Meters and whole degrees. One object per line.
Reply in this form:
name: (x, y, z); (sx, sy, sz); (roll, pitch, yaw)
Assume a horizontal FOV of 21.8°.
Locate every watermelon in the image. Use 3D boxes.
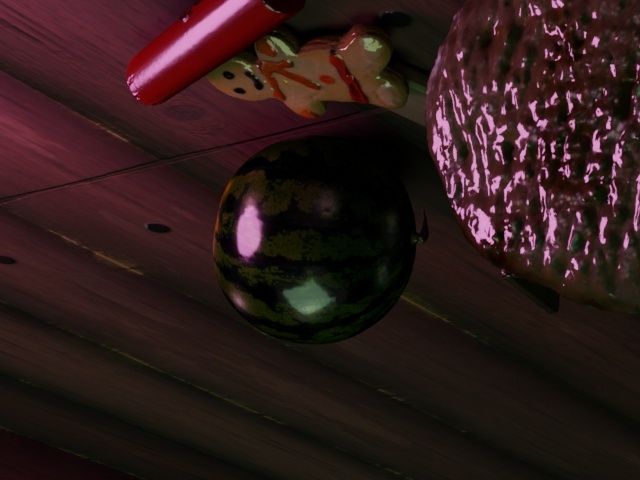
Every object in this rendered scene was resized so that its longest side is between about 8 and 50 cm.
watermelon: (-0.005, 0.000, 2.036); (0.269, 0.269, 0.269); (6, 159, 2)

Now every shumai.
shumai: (0.328, -0.108, 1.592); (0.323, 0.324, 0.397); (0, -154, -46)

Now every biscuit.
biscuit: (-0.020, -0.184, 1.831); (0.234, 0.030, 0.153); (3, 147, 23)

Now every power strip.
power strip: (0.127, -0.156, 1.889); (0.169, 0.028, 0.076); (22, 154, -29)

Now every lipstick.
lipstick: (-0.116, -0.217, 1.754); (0.073, 0.073, 0.280); (19, 154, -29)

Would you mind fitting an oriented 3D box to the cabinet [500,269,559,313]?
cabinet: (0.317, -0.045, 1.863); (0.175, 0.215, 0.148); (-7, 156, 30)
